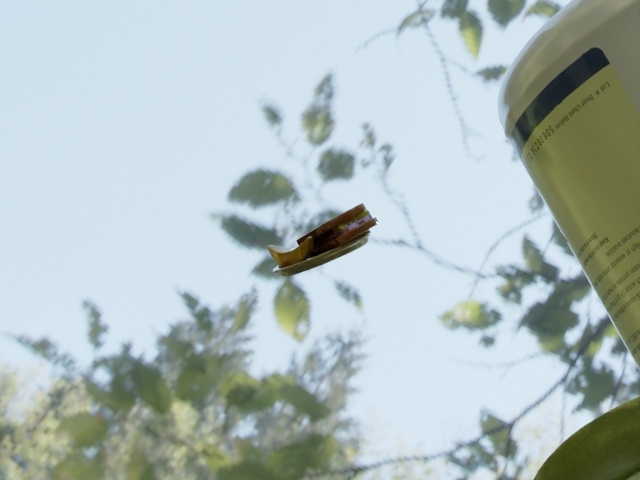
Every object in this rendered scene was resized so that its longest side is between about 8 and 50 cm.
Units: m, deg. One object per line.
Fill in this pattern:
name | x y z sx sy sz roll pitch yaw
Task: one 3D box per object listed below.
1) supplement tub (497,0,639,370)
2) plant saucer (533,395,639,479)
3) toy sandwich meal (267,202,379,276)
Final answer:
supplement tub | 0.280 -0.011 0.871 0.235 0.235 0.324 -40 -110 41
plant saucer | 0.273 0.184 1.035 0.241 0.037 0.241 -6 -42 -6
toy sandwich meal | 0.000 0.000 1.026 0.086 0.085 0.029 -19 -85 36
